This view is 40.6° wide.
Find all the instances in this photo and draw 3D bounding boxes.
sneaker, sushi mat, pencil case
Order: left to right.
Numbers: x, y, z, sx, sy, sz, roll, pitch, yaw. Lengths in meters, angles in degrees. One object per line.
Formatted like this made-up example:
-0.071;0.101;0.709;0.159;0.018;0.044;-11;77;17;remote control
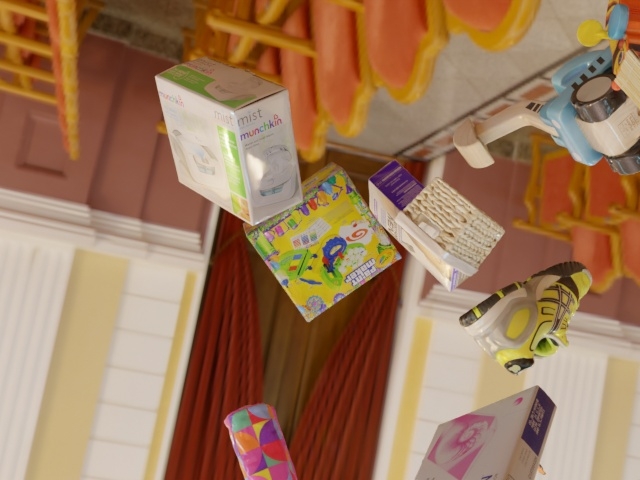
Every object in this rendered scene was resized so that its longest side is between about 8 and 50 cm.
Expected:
-0.095;0.416;1.594;0.104;0.236;0.104;-23;165;-6;pencil case
0.406;0.145;1.626;0.384;0.147;0.145;-19;163;-44;sneaker
0.629;-0.191;1.530;0.019;0.316;0.151;-32;163;3;sushi mat

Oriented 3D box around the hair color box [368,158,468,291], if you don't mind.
0.276;-0.040;2.345;0.339;0.110;0.185;44;163;24;hair color box

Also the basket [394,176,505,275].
0.220;-0.023;1.437;0.113;0.103;0.167;43;-171;29;basket

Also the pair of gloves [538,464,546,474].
0.450;0.478;1.893;0.083;0.010;0.074;23;155;51;pair of gloves

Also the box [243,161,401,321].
0.000;0.000;2.209;0.279;0.290;0.177;56;179;-13;box

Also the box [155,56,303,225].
-0.166;-0.191;1.597;0.126;0.231;0.262;-29;-141;-29;box

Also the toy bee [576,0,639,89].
0.613;-0.394;1.745;0.195;0.162;0.298;20;-144;16;toy bee

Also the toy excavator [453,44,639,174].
0.579;-0.303;2.050;0.222;0.433;0.445;47;177;-29;toy excavator

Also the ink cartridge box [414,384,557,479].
0.218;0.414;1.450;0.071;0.324;0.330;49;130;-9;ink cartridge box
